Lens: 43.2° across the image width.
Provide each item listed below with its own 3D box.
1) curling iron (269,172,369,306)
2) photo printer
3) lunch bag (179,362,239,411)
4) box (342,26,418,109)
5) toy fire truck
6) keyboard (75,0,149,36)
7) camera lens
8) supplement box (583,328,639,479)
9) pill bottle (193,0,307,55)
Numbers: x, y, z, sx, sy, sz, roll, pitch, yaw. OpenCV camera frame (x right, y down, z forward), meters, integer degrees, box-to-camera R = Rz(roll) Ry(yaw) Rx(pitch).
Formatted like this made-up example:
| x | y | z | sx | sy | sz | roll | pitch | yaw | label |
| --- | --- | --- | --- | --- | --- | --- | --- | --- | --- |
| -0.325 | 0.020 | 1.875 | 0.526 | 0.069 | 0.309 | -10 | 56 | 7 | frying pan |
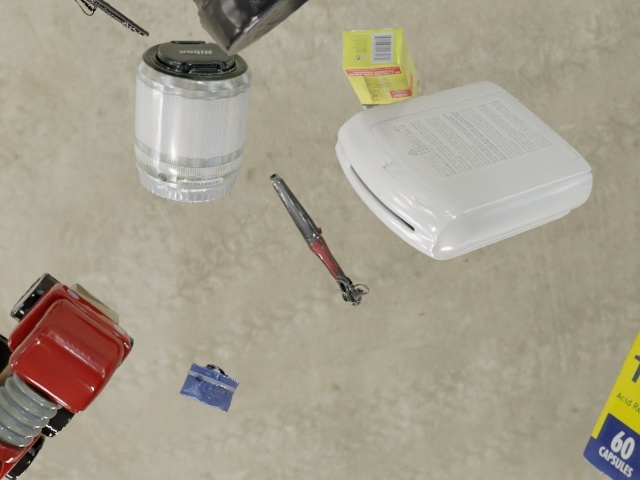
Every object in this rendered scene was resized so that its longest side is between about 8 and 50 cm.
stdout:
| x | y | z | sx | sy | sz | roll | pitch | yaw | label |
| --- | --- | --- | --- | --- | --- | --- | --- | --- | --- |
| 0.000 | 0.000 | 1.302 | 0.035 | 0.068 | 0.274 | -43 | 115 | -22 | curling iron |
| 0.191 | -0.103 | 1.144 | 0.308 | 0.256 | 0.107 | -19 | 142 | -29 | photo printer |
| -0.186 | 0.242 | 1.357 | 0.067 | 0.065 | 0.098 | 14 | 164 | 26 | lunch bag |
| 0.093 | -0.244 | 1.192 | 0.087 | 0.058 | 0.232 | 0 | 172 | 11 | box |
| -0.292 | 0.148 | 0.735 | 0.158 | 0.246 | 0.217 | 43 | 90 | -19 | toy fire truck |
| -0.374 | -0.386 | 1.318 | 0.038 | 0.100 | 0.192 | -54 | 139 | 4 | keyboard |
| -0.254 | -0.241 | 1.595 | 0.219 | 0.219 | 0.274 | 5 | 121 | -8 | camera lens |
| 0.423 | 0.096 | 0.698 | 0.195 | 0.194 | 0.356 | 14 | 102 | -28 | supplement box |
| -0.083 | -0.214 | 0.429 | 0.123 | 0.123 | 0.219 | -35 | 99 | 24 | pill bottle |
